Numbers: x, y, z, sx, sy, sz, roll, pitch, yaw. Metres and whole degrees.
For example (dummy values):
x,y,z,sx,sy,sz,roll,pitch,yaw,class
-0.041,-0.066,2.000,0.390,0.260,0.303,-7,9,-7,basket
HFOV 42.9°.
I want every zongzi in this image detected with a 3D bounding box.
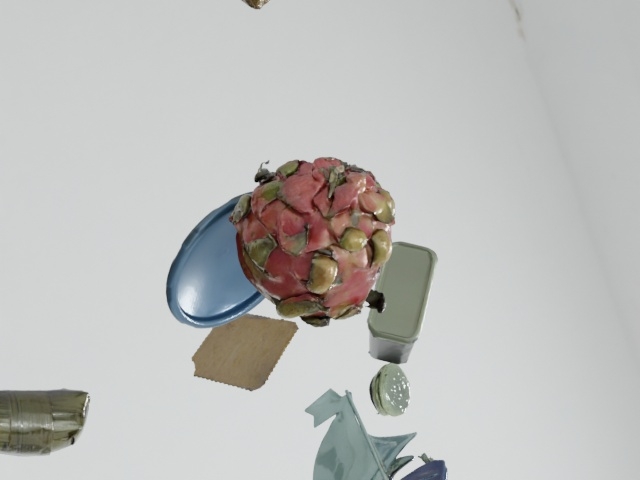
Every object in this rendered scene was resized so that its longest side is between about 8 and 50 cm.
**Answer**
x,y,z,sx,sy,sz,roll,pitch,yaw,class
-0.674,0.406,1.774,0.300,0.286,0.138,-35,-126,55,zongzi

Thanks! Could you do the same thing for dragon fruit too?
x,y,z,sx,sy,sz,roll,pitch,yaw,class
0.000,0.000,1.262,0.291,0.250,0.269,-23,-100,63,dragon fruit

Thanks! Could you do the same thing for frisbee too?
x,y,z,sx,sy,sz,roll,pitch,yaw,class
-0.158,0.029,1.438,0.049,0.289,0.289,40,-29,32,frisbee

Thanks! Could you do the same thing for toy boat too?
x,y,z,sx,sy,sz,roll,pitch,yaw,class
0.067,0.300,1.064,0.070,0.210,0.292,51,29,-36,toy boat

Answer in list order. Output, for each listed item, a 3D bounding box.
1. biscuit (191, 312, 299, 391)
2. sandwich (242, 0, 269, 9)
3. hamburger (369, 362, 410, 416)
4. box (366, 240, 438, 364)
x,y,z,sx,sy,sz,roll,pitch,yaw,class
-0.197,0.269,2.042,0.232,0.237,0.013,9,-47,26,biscuit
-0.130,-0.692,1.878,0.271,0.301,0.099,41,-24,19,sandwich
0.181,0.392,2.130,0.062,0.133,0.140,-11,-55,39,hamburger
0.192,0.156,2.002,0.138,0.274,0.178,14,-31,8,box
